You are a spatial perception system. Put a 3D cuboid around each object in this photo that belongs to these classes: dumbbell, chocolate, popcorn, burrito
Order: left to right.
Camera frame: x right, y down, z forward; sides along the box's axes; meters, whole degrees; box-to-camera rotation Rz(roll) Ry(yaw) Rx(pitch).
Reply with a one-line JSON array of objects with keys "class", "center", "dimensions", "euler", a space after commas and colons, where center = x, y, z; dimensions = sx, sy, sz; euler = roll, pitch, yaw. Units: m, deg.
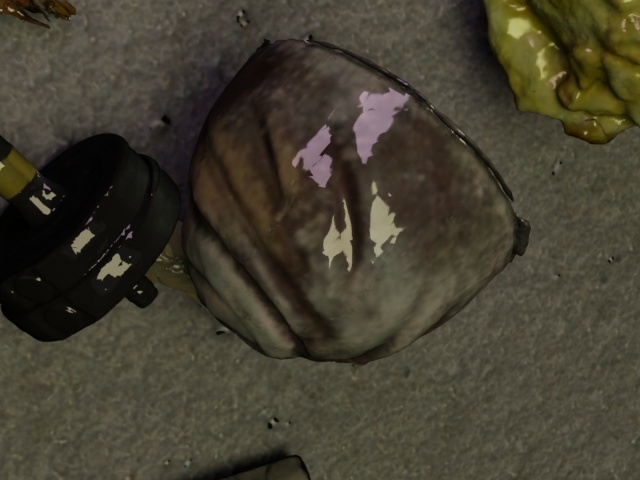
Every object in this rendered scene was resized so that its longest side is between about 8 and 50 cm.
[{"class": "dumbbell", "center": [-0.269, -0.070, 1.241], "dimensions": [0.185, 0.185, 0.388], "euler": [-48, 118, -6]}, {"class": "burrito", "center": [-0.096, 0.034, 1.431], "dimensions": [0.229, 0.063, 0.058], "euler": [23, 134, -22]}, {"class": "chocolate", "center": [0.000, 0.000, 1.308], "dimensions": [0.213, 0.303, 0.303], "euler": [-51, 120, -18]}, {"class": "popcorn", "center": [0.284, -0.234, 1.436], "dimensions": [0.293, 0.293, 0.237], "euler": [-19, 149, -20]}]

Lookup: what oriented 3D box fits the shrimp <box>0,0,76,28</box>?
[{"class": "shrimp", "center": [-0.284, -0.267, 1.264], "dimensions": [0.236, 0.053, 0.133], "euler": [36, 67, -26]}]

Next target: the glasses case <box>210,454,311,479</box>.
[{"class": "glasses case", "center": [-0.147, 0.296, 1.474], "dimensions": [0.299, 0.060, 0.114], "euler": [-14, 113, -22]}]
